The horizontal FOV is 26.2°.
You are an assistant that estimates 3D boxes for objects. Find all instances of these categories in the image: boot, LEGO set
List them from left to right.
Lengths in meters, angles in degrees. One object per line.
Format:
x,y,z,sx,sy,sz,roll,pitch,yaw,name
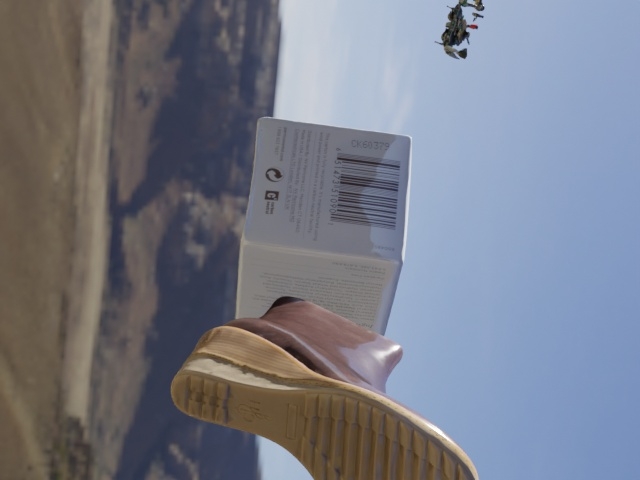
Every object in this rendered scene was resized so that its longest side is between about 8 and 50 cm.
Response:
0.030,0.112,1.051,0.207,0.248,0.090,-30,137,-62,boot
0.108,-0.170,1.074,0.083,0.023,0.054,-45,146,-63,LEGO set

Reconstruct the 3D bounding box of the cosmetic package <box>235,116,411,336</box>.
0.000,0.000,1.340,0.184,0.151,0.151,100,-3,-55,cosmetic package
